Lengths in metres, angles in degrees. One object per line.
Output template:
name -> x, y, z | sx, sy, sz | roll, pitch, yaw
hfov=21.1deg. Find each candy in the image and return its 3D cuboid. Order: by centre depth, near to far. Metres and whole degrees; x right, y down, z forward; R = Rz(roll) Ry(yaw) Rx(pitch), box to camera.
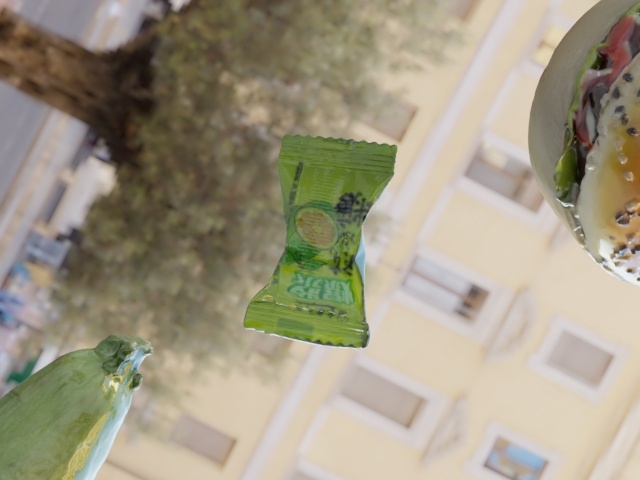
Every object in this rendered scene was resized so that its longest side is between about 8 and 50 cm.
candy -> 0.000, 0.000, 1.980 | 0.069, 0.149, 0.246 | -15, 115, -83

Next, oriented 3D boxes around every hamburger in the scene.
hamburger -> 0.327, -0.094, 1.535 | 0.300, 0.300, 0.176 | -62, -143, 11

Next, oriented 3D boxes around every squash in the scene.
squash -> -0.245, 0.205, 1.186 | 0.370, 0.118, 0.118 | -56, -174, 6
